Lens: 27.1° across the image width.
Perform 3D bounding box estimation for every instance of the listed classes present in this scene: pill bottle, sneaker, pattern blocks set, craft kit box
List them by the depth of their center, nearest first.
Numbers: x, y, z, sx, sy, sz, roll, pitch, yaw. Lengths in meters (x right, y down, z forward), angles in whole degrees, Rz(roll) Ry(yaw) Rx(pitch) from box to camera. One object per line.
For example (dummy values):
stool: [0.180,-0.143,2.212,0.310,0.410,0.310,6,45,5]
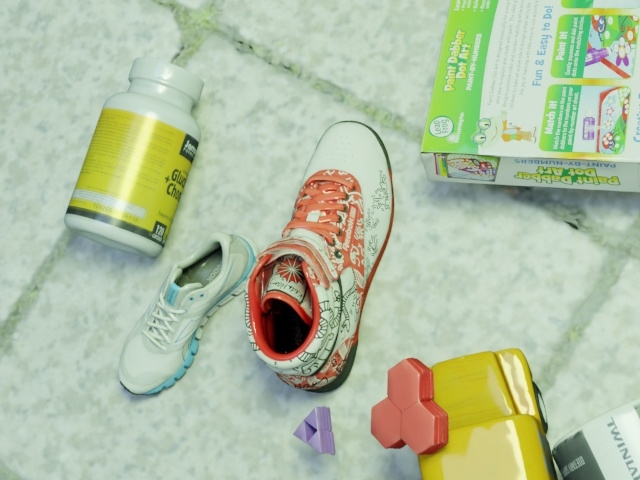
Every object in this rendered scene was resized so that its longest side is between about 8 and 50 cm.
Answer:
pill bottle: [0.296,0.254,1.080,0.130,0.130,0.246,-26,70,9]
pattern blocks set: [0.043,0.290,1.118,0.285,0.026,0.325,-36,61,43]
craft kit box: [0.232,-0.163,1.211,0.246,0.061,0.250,6,62,15]
sneaker: [0.001,0.001,1.224,0.090,0.145,0.270,7,78,18]
sneaker: [-0.140,0.064,1.285,0.071,0.083,0.191,35,89,20]
pill bottle: [-0.179,-0.083,1.321,0.103,0.103,0.184,15,82,19]

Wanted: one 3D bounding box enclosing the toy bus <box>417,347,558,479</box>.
toy bus: [0.156,0.258,1.121,0.108,0.130,0.333,-15,73,13]
